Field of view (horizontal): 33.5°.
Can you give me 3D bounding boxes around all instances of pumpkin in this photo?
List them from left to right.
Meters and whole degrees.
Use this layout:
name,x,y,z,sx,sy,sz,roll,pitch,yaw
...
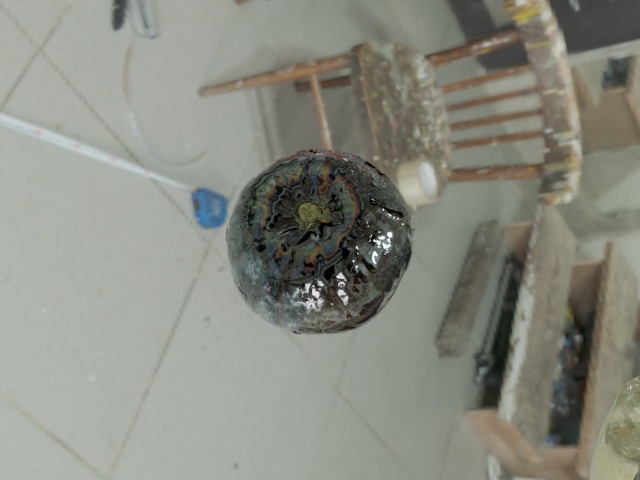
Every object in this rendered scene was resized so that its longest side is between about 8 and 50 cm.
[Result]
name,x,y,z,sx,sy,sz,roll,pitch,yaw
pumpkin,0.000,0.000,1.282,0.163,0.233,0.233,77,21,-62

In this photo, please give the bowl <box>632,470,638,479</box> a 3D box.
name,x,y,z,sx,sy,sz,roll,pitch,yaw
bowl,0.348,0.212,0.822,0.237,0.238,0.126,-63,151,-42

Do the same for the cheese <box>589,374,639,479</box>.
name,x,y,z,sx,sy,sz,roll,pitch,yaw
cheese,0.390,0.244,1.011,0.127,0.266,0.233,-65,159,-72

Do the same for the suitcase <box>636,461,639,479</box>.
name,x,y,z,sx,sy,sz,roll,pitch,yaw
suitcase,0.335,0.066,0.534,0.339,0.188,0.345,32,49,1
